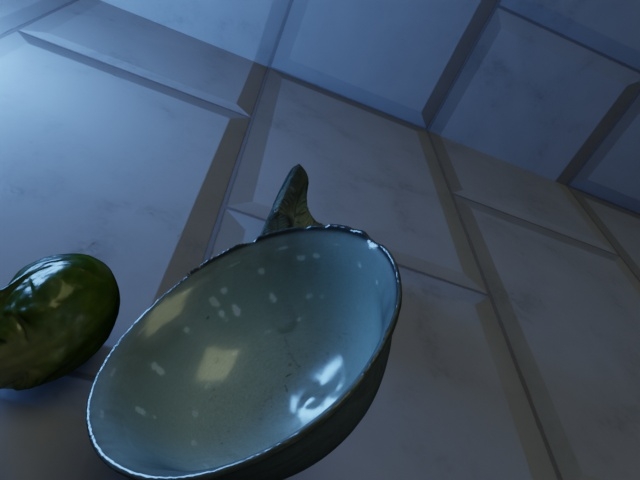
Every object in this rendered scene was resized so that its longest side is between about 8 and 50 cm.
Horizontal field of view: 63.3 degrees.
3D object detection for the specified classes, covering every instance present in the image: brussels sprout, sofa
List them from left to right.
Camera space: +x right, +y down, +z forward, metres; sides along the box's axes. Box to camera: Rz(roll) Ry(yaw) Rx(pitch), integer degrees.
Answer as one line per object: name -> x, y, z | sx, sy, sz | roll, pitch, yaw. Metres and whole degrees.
brussels sprout -> -0.335, 0.100, 0.650 | 0.181, 0.143, 0.161 | -36, 28, -14
sofa -> 0.000, 0.000, 0.997 | 0.226, 0.176, 0.210 | 24, 32, -3

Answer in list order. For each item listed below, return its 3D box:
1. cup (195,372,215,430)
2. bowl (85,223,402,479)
cup -> -0.117, 0.221, 0.637 | 0.174, 0.142, 0.134 | 34, 34, 12
bowl -> -0.047, 0.131, 0.513 | 0.313, 0.314, 0.146 | -80, 148, -56
